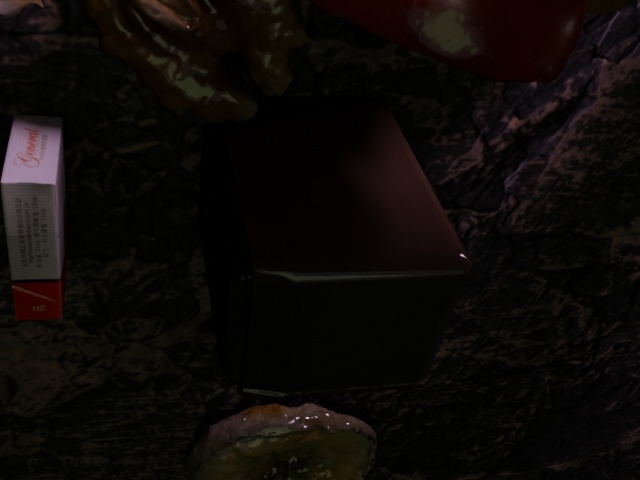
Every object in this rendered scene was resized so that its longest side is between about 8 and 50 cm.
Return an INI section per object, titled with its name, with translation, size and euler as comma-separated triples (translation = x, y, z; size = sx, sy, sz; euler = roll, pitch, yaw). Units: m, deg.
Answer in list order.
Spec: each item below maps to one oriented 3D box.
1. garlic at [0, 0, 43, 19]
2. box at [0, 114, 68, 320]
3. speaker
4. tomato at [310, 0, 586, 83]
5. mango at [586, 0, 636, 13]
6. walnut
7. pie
[garlic]
translation = -0.283, -0.222, 0.391
size = 0.292, 0.210, 0.237
euler = 10, 154, 6
[box]
translation = -0.244, -0.018, 0.640
size = 0.048, 0.100, 0.152
euler = 4, 130, -15
[speaker]
translation = 0.000, 0.000, 0.636
size = 0.193, 0.230, 0.153
euler = -1, 131, -15
[tomato]
translation = 0.077, -0.202, 0.488
size = 0.201, 0.233, 0.139
euler = 11, 114, -19
[mango]
translation = 0.217, -0.268, 0.552
size = 0.137, 0.098, 0.195
euler = -14, 128, 2
[walnut]
translation = -0.092, -0.171, 0.568
size = 0.143, 0.069, 0.170
euler = -33, 130, 16
[pie]
translation = -0.050, 0.310, 1.020
size = 0.274, 0.055, 0.274
euler = -8, 133, -8
